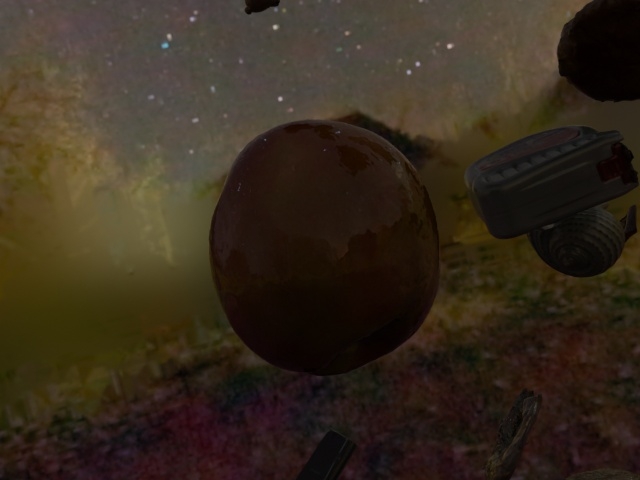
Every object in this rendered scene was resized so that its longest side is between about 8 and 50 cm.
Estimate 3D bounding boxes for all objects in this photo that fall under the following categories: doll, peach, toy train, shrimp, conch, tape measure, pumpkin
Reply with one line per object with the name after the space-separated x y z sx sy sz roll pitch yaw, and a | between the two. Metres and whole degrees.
-0.093 -0.365 1.237 0.051 0.061 0.093 4 31 -28 | doll
0.000 0.000 1.093 0.308 0.332 0.308 -22 -16 -7 | peach
-0.025 0.446 1.455 0.055 0.252 0.048 24 -18 36 | toy train
0.495 0.483 2.127 0.085 0.247 0.360 27 40 11 | shrimp
0.479 0.000 1.560 0.172 0.131 0.200 -14 6 44 | conch
0.375 -0.099 1.418 0.243 0.125 0.246 -22 14 6 | tape measure
0.737 -0.030 2.026 0.035 0.073 0.101 19 -27 -2 | pumpkin

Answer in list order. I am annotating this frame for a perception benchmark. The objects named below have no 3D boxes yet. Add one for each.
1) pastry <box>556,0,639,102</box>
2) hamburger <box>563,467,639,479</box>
0.543 -0.345 1.522 0.218 0.229 0.100 -35 22 35 | pastry
0.522 0.497 1.424 0.192 0.168 0.288 -7 3 7 | hamburger
